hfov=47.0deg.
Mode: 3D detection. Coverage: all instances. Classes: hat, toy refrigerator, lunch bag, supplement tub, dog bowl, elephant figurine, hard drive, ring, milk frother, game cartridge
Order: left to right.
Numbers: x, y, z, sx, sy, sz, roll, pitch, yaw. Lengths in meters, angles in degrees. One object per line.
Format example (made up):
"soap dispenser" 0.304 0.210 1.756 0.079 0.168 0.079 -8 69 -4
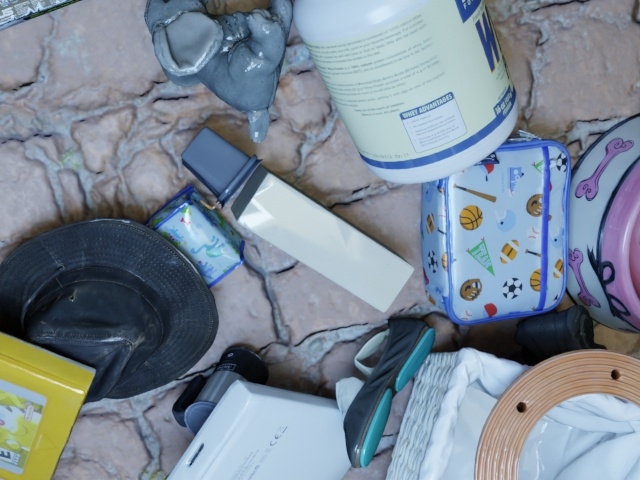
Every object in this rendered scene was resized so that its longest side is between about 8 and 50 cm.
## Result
"game cartridge" -0.494 0.210 0.996 0.323 0.053 0.285 23 129 -11
"hat" -0.315 0.131 1.018 0.331 0.134 0.331 1 118 2
"lunch bag" -0.207 0.017 1.082 0.151 0.096 0.129 -35 111 13
"elephant figurine" -0.166 -0.278 1.000 0.239 0.186 0.169 12 144 -5
"milk frother" -0.138 0.266 1.132 0.129 0.135 0.143 -29 106 31
"hard drive" -0.069 0.336 1.113 0.233 0.047 0.353 -56 142 5
"toy refrigerator" 0.000 0.000 1.116 0.269 0.102 0.094 32 95 -19
"supplement tub" 0.107 -0.264 0.974 0.235 0.235 0.325 -32 122 -3
"lunch bag" 0.286 -0.026 1.170 0.243 0.115 0.303 -6 106 -14
"ring" 0.366 0.314 0.986 0.336 0.032 0.336 0 86 -6
"dog bowl" 0.608 -0.013 1.226 0.408 0.150 0.408 -3 104 -12

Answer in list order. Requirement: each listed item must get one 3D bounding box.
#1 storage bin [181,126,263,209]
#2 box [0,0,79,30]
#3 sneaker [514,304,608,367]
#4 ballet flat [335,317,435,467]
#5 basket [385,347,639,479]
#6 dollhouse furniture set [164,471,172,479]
"storage bin" -0.150 -0.102 1.044 0.091 0.135 0.098 39 84 -7
"box" -0.389 -0.392 0.961 0.190 0.045 0.184 -23 105 -5
"sneaker" 0.423 0.211 1.269 0.130 0.109 0.286 -9 131 32
"ballet flat" 0.085 0.225 1.141 0.096 0.280 0.095 17 135 24
"basket" 0.288 0.359 1.120 0.331 0.266 0.328 19 83 -3
"dollhouse furniture set" -0.200 0.397 1.191 0.151 0.058 0.076 -44 109 1
